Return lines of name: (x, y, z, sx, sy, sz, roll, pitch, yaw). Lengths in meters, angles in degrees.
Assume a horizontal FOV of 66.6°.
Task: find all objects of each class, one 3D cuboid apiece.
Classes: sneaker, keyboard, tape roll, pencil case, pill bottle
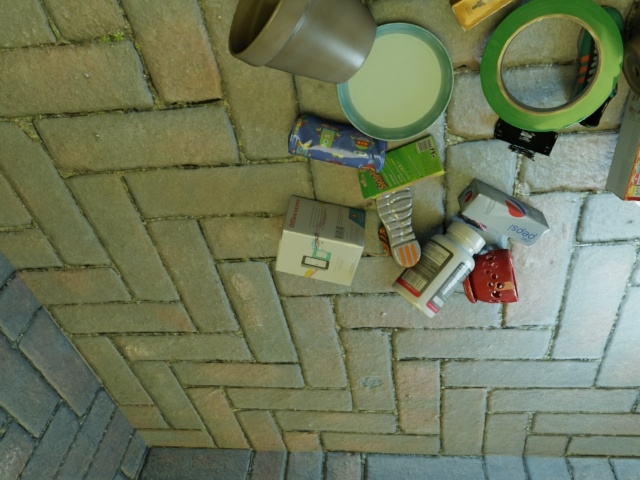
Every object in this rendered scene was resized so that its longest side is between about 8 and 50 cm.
sneaker: (0.520, -0.069, 1.669, 0.119, 0.047, 0.057, 36, 145, -20)
keyboard: (0.606, -0.306, 1.464, 0.192, 0.038, 0.100, 18, 107, -7)
tape roll: (0.576, -0.442, 1.233, 0.321, 0.077, 0.321, 10, 116, 21)
pencil case: (0.056, -0.297, 1.475, 0.306, 0.119, 0.133, 11, 99, -2)
sneaker: (0.730, -0.438, 1.267, 0.108, 0.121, 0.302, -4, 130, 10)
sneaker: (0.237, -0.068, 1.649, 0.125, 0.180, 0.321, -11, 96, -8)
pill bottle: (0.406, 0.092, 1.656, 0.176, 0.176, 0.318, 39, 91, -24)

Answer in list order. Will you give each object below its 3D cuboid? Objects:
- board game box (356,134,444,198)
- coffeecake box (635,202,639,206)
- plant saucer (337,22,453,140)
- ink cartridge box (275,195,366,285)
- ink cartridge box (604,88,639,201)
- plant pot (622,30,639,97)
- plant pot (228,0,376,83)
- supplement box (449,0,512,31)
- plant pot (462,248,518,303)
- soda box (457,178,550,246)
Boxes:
board game box: (0.242, -0.222, 1.518, 0.260, 0.124, 0.039, -18, 161, 19)
coffeecake box: (1.064, -0.149, 1.507, 0.186, 0.068, 0.142, 30, 126, -18)
plant saucer: (0.206, -0.437, 1.358, 0.318, 0.043, 0.317, 2, 120, 4)
ink cartridge box: (0.000, 0.000, 1.685, 0.270, 0.198, 0.197, 13, 131, -2)
ink cartridge box: (0.978, -0.265, 1.329, 0.272, 0.130, 0.309, 2, 114, 5)
plant pot: (0.851, -0.449, 1.134, 0.229, 0.263, 0.263, -23, 124, 17)
plant pot: (-0.026, -0.532, 1.189, 0.280, 0.323, 0.323, 21, 132, -31)
supplement box: (0.436, -0.616, 1.182, 0.233, 0.080, 0.078, -28, 121, 25)
plant pot: (0.599, 0.136, 1.732, 0.174, 0.191, 0.191, -13, 127, 23)
soda box: (0.601, -0.089, 1.602, 0.286, 0.091, 0.098, 24, 129, -13)
